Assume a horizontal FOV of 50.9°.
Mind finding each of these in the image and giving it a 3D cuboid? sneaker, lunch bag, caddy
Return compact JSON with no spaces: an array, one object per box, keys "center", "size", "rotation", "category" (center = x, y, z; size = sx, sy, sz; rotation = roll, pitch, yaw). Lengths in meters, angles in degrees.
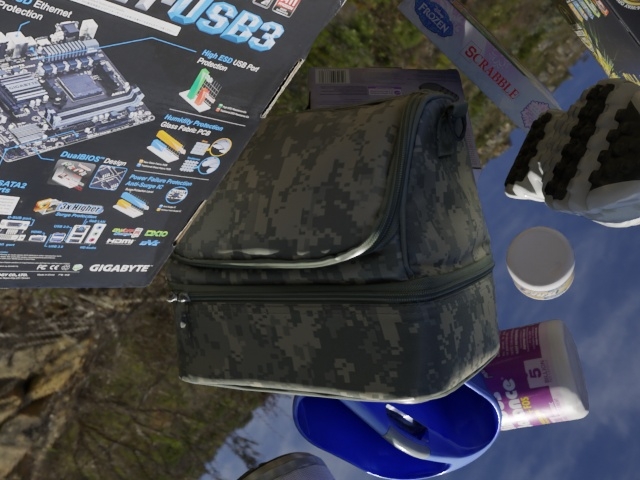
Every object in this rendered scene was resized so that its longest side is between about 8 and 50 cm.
[{"center":[0.243,-0.059,0.560],"size":[0.292,0.118,0.110],"rotation":[-50,165,-81],"category":"sneaker"},{"center":[0.000,0.000,0.641],"size":[0.305,0.212,0.256],"rotation":[-2,-86,34],"category":"lunch bag"},{"center":[0.112,0.238,1.005],"size":[0.241,0.341,0.179],"rotation":[-42,-149,23],"category":"caddy"}]

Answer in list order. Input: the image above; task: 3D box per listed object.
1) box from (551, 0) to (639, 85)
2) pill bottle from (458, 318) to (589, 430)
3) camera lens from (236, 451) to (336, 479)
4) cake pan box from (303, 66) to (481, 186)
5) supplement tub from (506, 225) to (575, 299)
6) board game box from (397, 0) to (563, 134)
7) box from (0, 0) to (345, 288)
[{"center":[0.468,-0.261,0.940],"size":[0.097,0.318,0.395],"rotation":[-40,-175,19],"category":"box"},{"center":[0.294,0.249,1.178],"size":[0.301,0.169,0.169],"rotation":[-17,-137,25],"category":"pill bottle"},{"center":[-0.029,0.483,1.022],"size":[0.219,0.219,0.274],"rotation":[-53,-126,17],"category":"camera lens"},{"center":[0.101,-0.176,1.053],"size":[0.070,0.266,0.246],"rotation":[93,-5,-47],"category":"cake pan box"},{"center":[0.507,0.058,1.541],"size":[0.144,0.199,0.144],"rotation":[-5,-105,20],"category":"supplement tub"},{"center":[0.285,-0.327,1.182],"size":[0.066,0.318,0.319],"rotation":[-45,-174,24],"category":"board game box"},{"center":[-0.173,-0.088,0.404],"size":[0.293,0.295,0.073],"rotation":[-52,-124,27],"category":"box"}]
